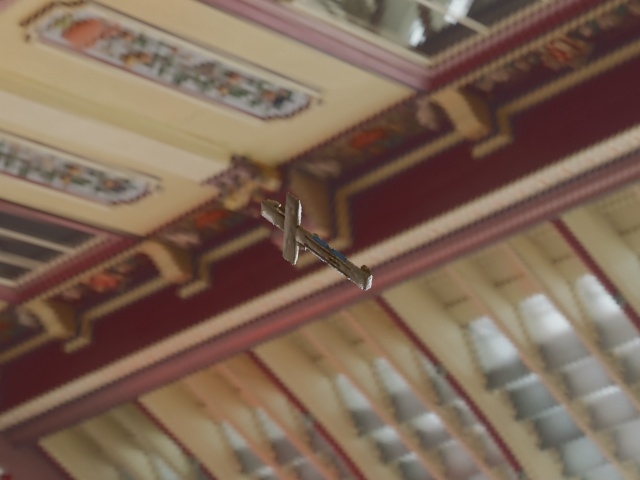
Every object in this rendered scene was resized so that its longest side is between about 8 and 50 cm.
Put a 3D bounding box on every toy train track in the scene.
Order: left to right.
[{"bbox_3d":[0.000,0.000,0.921,0.083,0.014,0.048,37,-39,30],"label":"toy train track"}]
